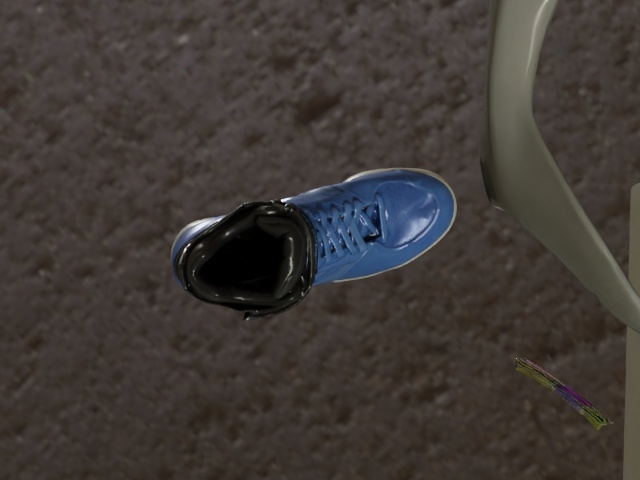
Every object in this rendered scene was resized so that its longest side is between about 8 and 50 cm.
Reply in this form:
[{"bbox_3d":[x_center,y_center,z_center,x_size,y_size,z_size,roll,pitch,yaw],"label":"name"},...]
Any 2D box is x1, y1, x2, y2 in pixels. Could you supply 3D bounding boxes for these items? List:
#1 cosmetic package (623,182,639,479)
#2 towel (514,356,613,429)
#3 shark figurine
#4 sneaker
[{"bbox_3d":[0.255,0.117,0.897,0.113,0.160,0.309,148,128,-66],"label":"cosmetic package"},{"bbox_3d":[0.178,0.113,1.236,0.083,0.060,0.009,37,85,6],"label":"towel"},{"bbox_3d":[0.121,-0.125,0.512,0.116,0.166,0.278,18,67,43],"label":"shark figurine"},{"bbox_3d":[0.000,0.001,0.840,0.152,0.058,0.084,-10,9,-5],"label":"sneaker"}]
